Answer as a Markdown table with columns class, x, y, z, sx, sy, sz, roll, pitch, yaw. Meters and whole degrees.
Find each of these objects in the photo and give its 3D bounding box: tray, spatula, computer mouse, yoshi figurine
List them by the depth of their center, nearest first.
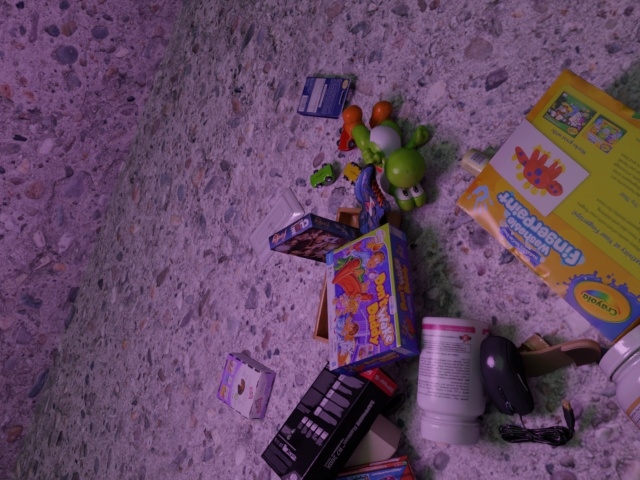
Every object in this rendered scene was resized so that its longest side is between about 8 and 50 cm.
| class | x | y | z | sx | sy | sz | roll | pitch | yaw |
| --- | --- | --- | --- | --- | --- | --- | --- | --- | --- |
| computer mouse | 0.443 | 0.337 | 1.236 | 0.184 | 0.060 | 0.261 | -9 | 99 | 41 |
| spatula | 0.137 | 0.509 | 1.580 | 0.296 | 0.030 | 0.084 | -47 | 49 | 26 |
| yoshi figurine | 0.201 | -0.258 | 1.604 | 0.204 | 0.203 | 0.362 | -39 | 58 | 23 |
| tray | 0.109 | 0.113 | 1.681 | 0.203 | 0.076 | 0.410 | 8 | 86 | 45 |
| tray | -0.170 | -0.050 | 2.025 | 0.270 | 0.030 | 0.145 | -50 | 51 | 23 |

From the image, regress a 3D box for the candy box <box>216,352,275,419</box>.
| class | x | y | z | sx | sy | sz | roll | pitch | yaw |
| --- | --- | --- | --- | --- | --- | --- | --- | --- | --- |
| candy box | -0.256 | 0.494 | 1.941 | 0.196 | 0.070 | 0.164 | 17 | 91 | 46 |

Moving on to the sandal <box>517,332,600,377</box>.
| class | x | y | z | sx | sy | sz | roll | pitch | yaw |
| --- | --- | --- | --- | --- | --- | --- | --- | --- | --- |
| sandal | 0.503 | 0.243 | 1.273 | 0.240 | 0.088 | 0.079 | -24 | 31 | 40 |

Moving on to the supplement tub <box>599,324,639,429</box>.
| class | x | y | z | sx | sy | sz | roll | pitch | yaw |
| --- | --- | --- | --- | --- | --- | --- | --- | --- | --- |
| supplement tub | 0.669 | 0.289 | 0.974 | 0.228 | 0.228 | 0.316 | -50 | 50 | 24 |

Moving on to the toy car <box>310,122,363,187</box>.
| class | x | y | z | sx | sy | sz | roll | pitch | yaw |
| --- | --- | --- | --- | --- | --- | --- | --- | --- | --- |
| toy car | 0.059 | -0.237 | 1.832 | 0.225 | 0.053 | 0.238 | -31 | 59 | 36 |

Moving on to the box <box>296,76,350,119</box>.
| class | x | y | z | sx | sy | sz | roll | pitch | yaw |
| --- | --- | --- | --- | --- | --- | --- | --- | --- | --- |
| box | 0.018 | -0.489 | 1.947 | 0.225 | 0.037 | 0.136 | 20 | 94 | 47 |

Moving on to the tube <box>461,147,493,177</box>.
| class | x | y | z | sx | sy | sz | roll | pitch | yaw |
| --- | --- | --- | --- | --- | --- | --- | --- | --- | --- |
| tube | 0.458 | -0.149 | 1.420 | 0.240 | 0.062 | 0.070 | 42 | 153 | 37 |

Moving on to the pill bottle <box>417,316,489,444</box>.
| class | x | y | z | sx | sy | sz | roll | pitch | yaw |
| --- | --- | --- | --- | --- | --- | --- | --- | --- | --- |
| pill bottle | 0.315 | 0.330 | 1.359 | 0.160 | 0.160 | 0.282 | -4 | 77 | 44 |

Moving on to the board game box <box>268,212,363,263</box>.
| class | x | y | z | sx | sy | sz | roll | pitch | yaw |
| --- | --- | --- | --- | --- | --- | --- | --- | --- | --- |
| board game box | 0.000 | 0.000 | 1.590 | 0.165 | 0.243 | 0.042 | -29 | 60 | 36 |

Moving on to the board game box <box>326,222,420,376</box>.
| class | x | y | z | sx | sy | sz | roll | pitch | yaw |
| --- | --- | --- | --- | --- | --- | --- | --- | --- | --- |
| board game box | 0.127 | 0.156 | 1.496 | 0.233 | 0.078 | 0.347 | -29 | 49 | 36 |

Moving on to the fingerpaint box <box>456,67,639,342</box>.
| class | x | y | z | sx | sy | sz | roll | pitch | yaw |
| --- | --- | --- | --- | --- | --- | --- | --- | --- | --- |
| fingerpaint box | 0.576 | -0.073 | 1.184 | 0.445 | 0.163 | 0.371 | 49 | 114 | 33 |

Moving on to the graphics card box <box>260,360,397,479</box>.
| class | x | y | z | sx | sy | sz | roll | pitch | yaw |
| --- | --- | --- | --- | --- | --- | --- | --- | --- | --- |
| graphics card box | 0.019 | 0.482 | 1.512 | 0.371 | 0.094 | 0.233 | -52 | 23 | -16 |

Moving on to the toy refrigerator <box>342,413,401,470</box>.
| class | x | y | z | sx | sy | sz | roll | pitch | yaw |
| --- | --- | --- | --- | --- | --- | --- | --- | --- | --- |
| toy refrigerator | 0.097 | 0.595 | 1.523 | 0.094 | 0.102 | 0.269 | 36 | 109 | 6 |

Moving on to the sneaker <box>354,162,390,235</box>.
| class | x | y | z | sx | sy | sz | roll | pitch | yaw |
| --- | --- | --- | --- | --- | --- | --- | --- | --- | --- |
| sneaker | 0.150 | -0.109 | 1.549 | 0.087 | 0.083 | 0.221 | 9 | 127 | 27 |

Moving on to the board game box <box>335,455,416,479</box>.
| class | x | y | z | sx | sy | sz | roll | pitch | yaw |
| --- | --- | --- | --- | --- | --- | --- | --- | --- | --- |
| board game box | 0.114 | 0.648 | 1.461 | 0.281 | 0.027 | 0.145 | -19 | 97 | 19 |
